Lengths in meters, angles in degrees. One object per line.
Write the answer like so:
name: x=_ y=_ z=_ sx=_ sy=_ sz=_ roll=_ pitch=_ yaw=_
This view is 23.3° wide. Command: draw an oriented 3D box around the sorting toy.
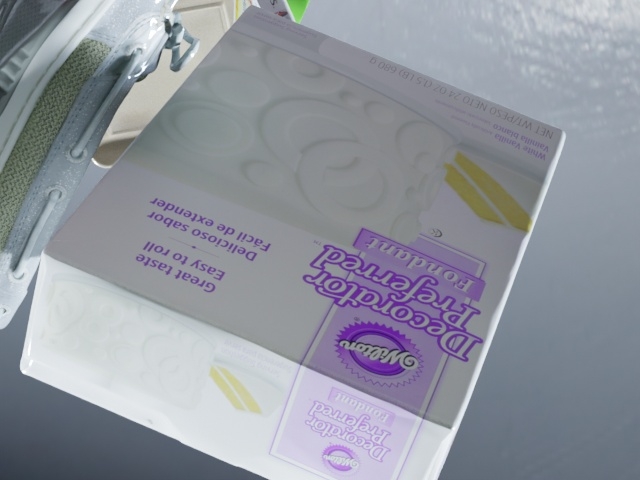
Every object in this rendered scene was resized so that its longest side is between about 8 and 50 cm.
sorting toy: x=-0.147 y=-0.165 z=1.431 sx=0.348 sy=0.047 sz=0.196 roll=-10 pitch=133 yaw=1

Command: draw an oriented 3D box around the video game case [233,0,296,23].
video game case: x=-0.020 y=-0.103 z=1.242 sx=0.026 sy=0.227 sz=0.206 roll=-23 pitch=81 yaw=-7

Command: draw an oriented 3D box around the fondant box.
fondant box: x=0.000 y=0.000 z=0.950 sx=0.238 sy=0.330 sz=0.096 roll=23 pitch=127 yaw=5

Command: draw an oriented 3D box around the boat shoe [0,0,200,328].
boat shoe: x=-0.150 y=-0.090 z=0.923 sx=0.103 sy=0.118 sz=0.320 roll=30 pitch=99 yaw=-32
